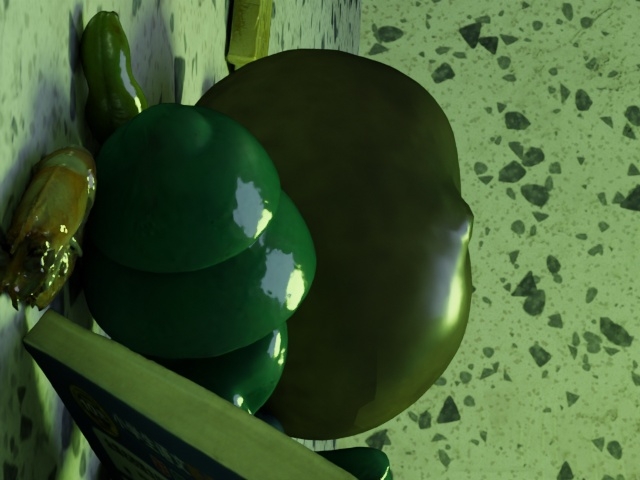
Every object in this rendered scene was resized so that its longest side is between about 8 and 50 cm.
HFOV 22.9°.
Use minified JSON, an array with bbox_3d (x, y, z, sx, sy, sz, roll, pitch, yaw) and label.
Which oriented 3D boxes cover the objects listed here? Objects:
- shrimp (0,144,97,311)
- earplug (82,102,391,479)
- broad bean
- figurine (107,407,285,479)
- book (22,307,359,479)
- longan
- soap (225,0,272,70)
[{"bbox_3d":[-0.168,0.003,0.954,0.180,0.041,0.099,-78,-177,-69],"label":"shrimp"},{"bbox_3d":[-0.074,0.045,1.069,0.257,0.163,0.280,-114,-172,-55],"label":"earplug"},{"bbox_3d":[-0.137,-0.075,1.148,0.214,0.048,0.070,81,13,-49],"label":"broad bean"},{"bbox_3d":[-0.095,0.259,1.263,0.158,0.161,0.276,-22,118,-39],"label":"figurine"},{"bbox_3d":[-0.011,0.241,1.006,0.039,0.300,0.428,-44,135,-23],"label":"book"},{"bbox_3d":[0.000,0.000,1.348,0.288,0.288,0.350,83,-9,-59],"label":"longan"},{"bbox_3d":[-0.076,-0.295,1.799,0.092,0.037,0.252,82,11,-68],"label":"soap"}]
